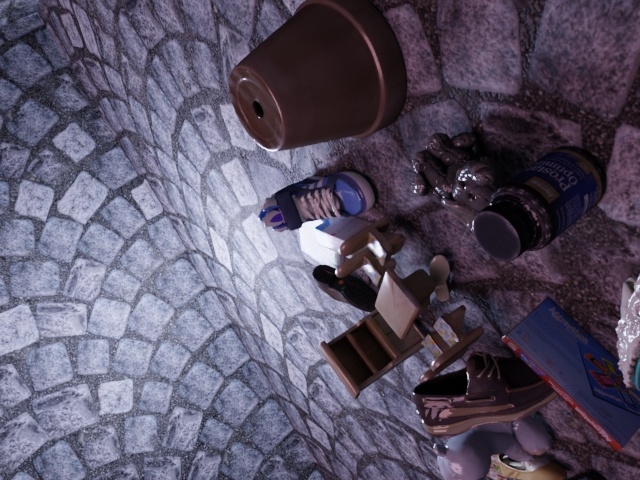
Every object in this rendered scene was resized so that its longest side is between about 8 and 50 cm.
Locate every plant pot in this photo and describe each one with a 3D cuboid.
[{"bbox_3d":[-0.028,-0.330,1.291,0.323,0.280,0.323,40,150,29],"label":"plant pot"}]

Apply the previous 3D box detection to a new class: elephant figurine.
[{"bbox_3d":[0.283,-0.096,1.123,0.239,0.186,0.169,-133,45,-53],"label":"elephant figurine"}]

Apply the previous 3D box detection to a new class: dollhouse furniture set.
[{"bbox_3d":[0.153,0.217,1.534,0.362,0.257,0.394,52,162,21],"label":"dollhouse furniture set"}]

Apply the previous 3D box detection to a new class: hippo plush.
[{"bbox_3d":[0.410,0.503,1.462,0.234,0.236,0.294,32,148,16],"label":"hippo plush"}]

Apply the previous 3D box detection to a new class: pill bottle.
[{"bbox_3d":[0.359,-0.058,1.003,0.123,0.219,0.122,40,148,31],"label":"pill bottle"}]

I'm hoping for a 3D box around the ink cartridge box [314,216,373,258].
[{"bbox_3d":[0.083,-0.011,1.641,0.181,0.104,0.061,24,139,47],"label":"ink cartridge box"}]

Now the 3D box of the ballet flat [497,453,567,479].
[{"bbox_3d":[0.536,0.585,1.567,0.073,0.080,0.232,65,154,7],"label":"ballet flat"}]

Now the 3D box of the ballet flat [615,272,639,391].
[{"bbox_3d":[0.553,0.068,0.957,0.147,0.147,0.408,35,143,37],"label":"ballet flat"}]

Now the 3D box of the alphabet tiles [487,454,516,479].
[{"bbox_3d":[0.471,0.608,1.772,0.198,0.009,0.237,0,118,59],"label":"alphabet tiles"}]

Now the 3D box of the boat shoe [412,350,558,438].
[{"bbox_3d":[0.363,0.319,1.320,0.130,0.355,0.132,56,-161,-17],"label":"boat shoe"}]

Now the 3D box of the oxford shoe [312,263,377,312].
[{"bbox_3d":[0.082,0.156,1.849,0.227,0.083,0.096,32,156,23],"label":"oxford shoe"}]

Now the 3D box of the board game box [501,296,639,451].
[{"bbox_3d":[0.506,0.251,1.178,0.281,0.145,0.027,47,152,21],"label":"board game box"}]

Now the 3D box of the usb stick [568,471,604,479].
[{"bbox_3d":[0.626,0.636,1.504,0.077,0.045,0.278,48,152,18],"label":"usb stick"}]

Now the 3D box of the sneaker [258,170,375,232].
[{"bbox_3d":[-0.032,-0.082,1.609,0.323,0.236,0.130,11,128,55],"label":"sneaker"}]

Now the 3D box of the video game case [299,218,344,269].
[{"bbox_3d":[0.000,0.000,1.881,0.193,0.023,0.212,36,147,35],"label":"video game case"}]

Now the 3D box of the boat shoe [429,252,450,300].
[{"bbox_3d":[0.292,0.083,1.463,0.049,0.043,0.137,-2,125,19],"label":"boat shoe"}]
